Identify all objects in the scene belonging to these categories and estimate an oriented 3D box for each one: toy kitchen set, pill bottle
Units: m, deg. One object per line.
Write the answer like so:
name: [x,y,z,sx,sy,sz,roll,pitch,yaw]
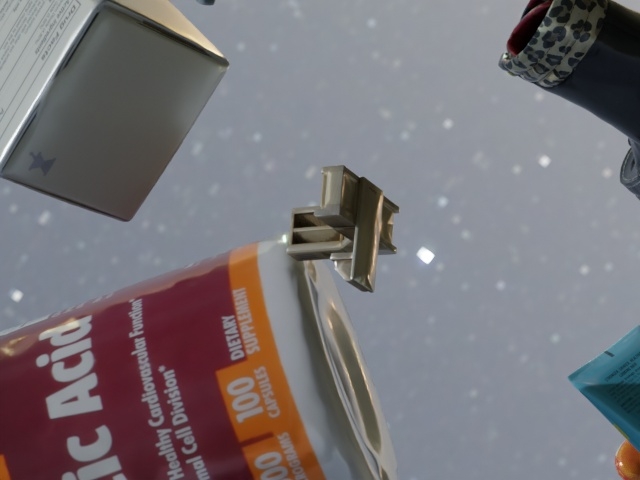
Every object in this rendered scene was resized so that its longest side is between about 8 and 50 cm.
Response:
toy kitchen set: [0.000,0.000,1.223,0.083,0.075,0.068,34,-124,-57]
pill bottle: [-0.160,0.157,1.363,0.224,0.392,0.224,-20,-90,-83]

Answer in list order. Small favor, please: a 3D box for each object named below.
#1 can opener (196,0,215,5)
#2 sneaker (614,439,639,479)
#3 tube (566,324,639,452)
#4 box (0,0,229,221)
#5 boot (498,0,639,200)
can opener: [-0.055,-0.172,1.173,0.073,0.059,0.186,-12,-162,-43]
sneaker: [0.360,0.187,1.816,0.175,0.067,0.064,-16,-108,-16]
tube: [0.288,0.164,1.488,0.080,0.052,0.207,-32,-105,-29]
box: [-0.210,-0.160,1.386,0.121,0.148,0.311,22,-162,-42]
boot: [0.205,-0.102,1.305,0.178,0.085,0.236,24,167,-6]
